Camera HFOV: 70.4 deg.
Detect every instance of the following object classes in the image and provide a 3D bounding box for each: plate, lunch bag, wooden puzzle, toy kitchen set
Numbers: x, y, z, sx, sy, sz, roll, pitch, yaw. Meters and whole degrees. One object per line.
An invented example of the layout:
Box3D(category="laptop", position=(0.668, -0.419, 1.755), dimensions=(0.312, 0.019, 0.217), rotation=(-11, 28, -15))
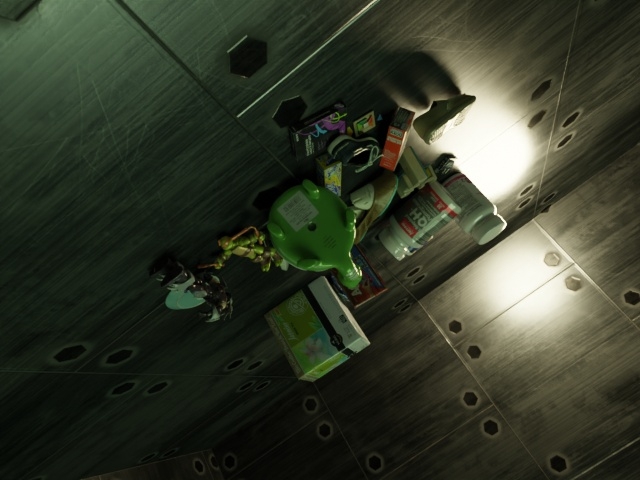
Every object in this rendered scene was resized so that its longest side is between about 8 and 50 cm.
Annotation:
Box3D(category="plate", position=(-0.421, 0.181, 1.515), dimensions=(0.188, 0.024, 0.188), rotation=(-27, 153, -15))
Box3D(category="lunch bag", position=(0.124, 0.221, 2.074), dimensions=(0.096, 0.151, 0.129), rotation=(-35, 155, 1))
Box3D(category="wooden puzzle", position=(0.124, -0.325, 1.279), dimensions=(0.116, 0.014, 0.078), rotation=(-35, 155, 1))
Box3D(category="toy kitchen set", position=(0.341, -0.255, 1.582), dimensions=(0.166, 0.122, 0.207), rotation=(-27, 174, -14))

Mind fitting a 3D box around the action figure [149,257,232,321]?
Box3D(category="action figure", position=(-0.362, 0.146, 1.359), dimensions=(0.099, 0.185, 0.285), rotation=(-45, 137, 3))

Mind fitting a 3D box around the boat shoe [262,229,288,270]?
Box3D(category="boat shoe", position=(-0.147, 0.029, 1.524), dimensions=(0.070, 0.078, 0.219), rotation=(6, 148, 10))

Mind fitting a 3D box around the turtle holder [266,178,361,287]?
Box3D(category="turtle holder", position=(0.001, -0.020, 1.349), dimensions=(0.227, 0.320, 0.244), rotation=(120, -10, -82))

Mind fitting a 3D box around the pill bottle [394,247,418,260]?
Box3D(category="pill bottle", position=(0.406, 0.001, 2.067), dimensions=(0.186, 0.112, 0.112), rotation=(-42, 153, 17))

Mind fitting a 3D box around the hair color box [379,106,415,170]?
Box3D(category="hair color box", position=(0.228, -0.300, 1.354), dimensions=(0.167, 0.053, 0.093), rotation=(95, 21, -58))

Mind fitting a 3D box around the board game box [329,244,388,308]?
Box3D(category="board game box", position=(0.114, 0.103, 1.705), dimensions=(0.145, 0.281, 0.027), rotation=(-29, 154, -10))

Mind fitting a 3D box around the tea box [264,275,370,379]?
Box3D(category="tea box", position=(-0.014, 0.394, 2.009), dimensions=(0.323, 0.329, 0.220), rotation=(-35, 155, 2))

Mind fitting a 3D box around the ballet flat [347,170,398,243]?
Box3D(category="ballet flat", position=(0.142, -0.111, 1.595), dimensions=(0.124, 0.116, 0.342), rotation=(5, 142, -25))

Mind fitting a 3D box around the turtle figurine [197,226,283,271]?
Box3D(category="turtle figurine", position=(-0.235, 0.032, 1.392), dimensions=(0.269, 0.087, 0.217), rotation=(-34, 140, 31))

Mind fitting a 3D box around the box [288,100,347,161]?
Box3D(category="box", position=(-0.003, -0.283, 1.187), dimensions=(0.162, 0.029, 0.116), rotation=(-28, 154, -10))

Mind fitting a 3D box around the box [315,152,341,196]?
Box3D(category="box", position=(0.024, -0.187, 1.358), dimensions=(0.059, 0.054, 0.169), rotation=(-27, 154, -13))

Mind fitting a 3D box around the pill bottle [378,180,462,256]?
Box3D(category="pill bottle", position=(0.392, -0.082, 1.829), dimensions=(0.318, 0.176, 0.176), rotation=(-44, 153, 19))

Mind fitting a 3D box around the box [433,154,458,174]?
Box3D(category="box", position=(0.484, -0.291, 1.754), dimensions=(0.067, 0.018, 0.083), rotation=(-7, 144, -43))

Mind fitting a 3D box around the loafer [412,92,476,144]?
Box3D(category="loafer", position=(0.379, -0.390, 1.385), dimensions=(0.268, 0.092, 0.102), rotation=(-37, 161, -32))

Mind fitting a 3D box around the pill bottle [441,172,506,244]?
Box3D(category="pill bottle", position=(0.623, -0.131, 1.889), dimensions=(0.160, 0.283, 0.160), rotation=(-27, 154, -14))

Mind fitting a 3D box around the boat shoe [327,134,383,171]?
Box3D(category="boat shoe", position=(0.115, -0.247, 1.296), dimensions=(0.095, 0.079, 0.254), rotation=(-43, 164, 24))
